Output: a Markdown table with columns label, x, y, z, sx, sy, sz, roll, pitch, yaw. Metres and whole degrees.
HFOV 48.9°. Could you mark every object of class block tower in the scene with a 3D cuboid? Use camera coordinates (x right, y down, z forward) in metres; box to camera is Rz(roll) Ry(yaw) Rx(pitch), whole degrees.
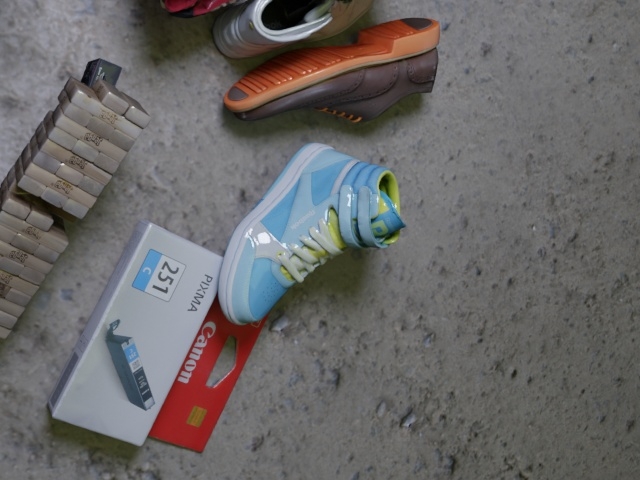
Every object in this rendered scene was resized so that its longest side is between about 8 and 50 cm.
| label | x | y | z | sx | sy | sz | roll | pitch | yaw |
| --- | --- | --- | --- | --- | --- | --- | --- | --- | --- |
| block tower | -0.346 | -0.047 | 0.874 | 0.091 | 0.097 | 0.335 | 32 | 97 | -32 |

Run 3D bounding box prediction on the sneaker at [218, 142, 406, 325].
| label | x | y | z | sx | sy | sz | roll | pitch | yaw |
| --- | --- | --- | --- | --- | --- | --- | --- | --- | --- |
| sneaker | 0.000 | 0.000 | 1.019 | 0.319 | 0.208 | 0.127 | -61 | 143 | -18 |

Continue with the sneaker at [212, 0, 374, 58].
| label | x | y | z | sx | sy | sz | roll | pitch | yaw |
| --- | --- | --- | --- | --- | --- | --- | --- | --- | --- |
| sneaker | 0.003 | -0.343 | 1.021 | 0.292 | 0.169 | 0.108 | -32 | 110 | -23 |

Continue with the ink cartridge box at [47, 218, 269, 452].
| label | x | y | z | sx | sy | sz | roll | pitch | yaw |
| --- | --- | --- | --- | --- | --- | --- | --- | --- | --- |
| ink cartridge box | -0.211 | 0.156 | 1.040 | 0.261 | 0.066 | 0.296 | 28 | 84 | -29 |

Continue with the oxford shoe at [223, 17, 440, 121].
| label | x | y | z | sx | sy | sz | roll | pitch | yaw |
| --- | --- | --- | --- | --- | --- | --- | --- | --- | --- |
| oxford shoe | 0.032 | -0.231 | 1.082 | 0.364 | 0.130 | 0.132 | -20 | 124 | -16 |

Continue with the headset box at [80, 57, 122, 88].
| label | x | y | z | sx | sy | sz | roll | pitch | yaw |
| --- | --- | --- | --- | --- | --- | --- | --- | --- | --- |
| headset box | -0.293 | -0.204 | 0.927 | 0.032 | 0.083 | 0.062 | 20 | 89 | -30 |

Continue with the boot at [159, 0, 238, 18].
| label | x | y | z | sx | sy | sz | roll | pitch | yaw |
| --- | --- | --- | --- | --- | --- | --- | --- | --- | --- |
| boot | -0.234 | -0.409 | 0.843 | 0.377 | 0.138 | 0.284 | -24 | 81 | -30 |
